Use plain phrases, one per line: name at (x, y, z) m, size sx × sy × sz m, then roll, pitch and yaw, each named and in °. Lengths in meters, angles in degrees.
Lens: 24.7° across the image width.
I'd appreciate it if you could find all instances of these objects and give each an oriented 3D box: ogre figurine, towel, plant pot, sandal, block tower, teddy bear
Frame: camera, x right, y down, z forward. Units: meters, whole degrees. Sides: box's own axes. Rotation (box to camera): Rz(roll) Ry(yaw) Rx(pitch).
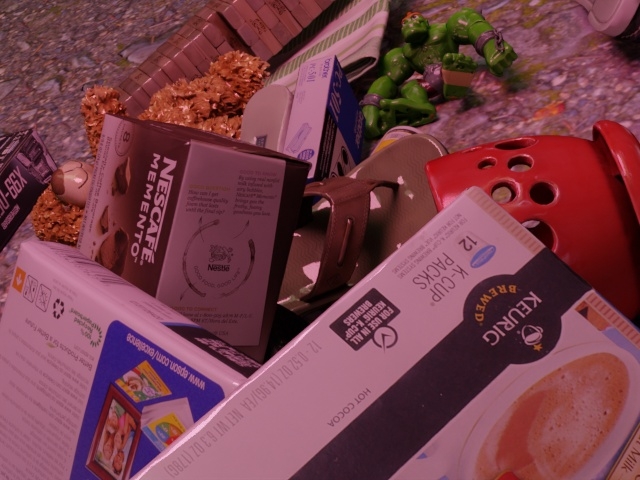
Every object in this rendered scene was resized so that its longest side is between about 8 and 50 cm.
ogre figurine at (0.125, -0.196, 1.657) m, size 0.197 × 0.097 × 0.118 m, roll -46°, pitch 29°, yaw 35°
towel at (-0.013, -0.248, 1.840) m, size 0.248 × 0.038 × 0.325 m, roll -30°, pitch 25°, yaw 26°
plant pot at (0.190, 0.000, 1.180) m, size 0.174 × 0.191 × 0.191 m, roll -19°, pitch 29°, yaw 6°
sandal at (0.000, 0.002, 1.390) m, size 0.303 × 0.086 × 0.120 m, roll -33°, pitch 64°, yaw -2°
block tower at (-0.122, -0.249, 1.854) m, size 0.335 × 0.091 × 0.097 m, roll -43°, pitch 23°, yaw -4°
teddy bear at (-0.180, -0.097, 1.659) m, size 0.338 × 0.113 × 0.245 m, roll -18°, pitch 66°, yaw -2°

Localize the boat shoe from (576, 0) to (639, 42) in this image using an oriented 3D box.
boat shoe at (0.348, -0.291, 1.641) m, size 0.302 × 0.091 × 0.114 m, roll -83°, pitch 18°, yaw -55°

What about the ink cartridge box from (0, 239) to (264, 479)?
ink cartridge box at (-0.171, 0.192, 1.104) m, size 0.072 × 0.307 × 0.304 m, roll 5°, pitch 15°, yaw -44°

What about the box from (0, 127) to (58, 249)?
box at (-0.507, -0.013, 1.863) m, size 0.242 × 0.076 × 0.307 m, roll -10°, pitch 32°, yaw 26°

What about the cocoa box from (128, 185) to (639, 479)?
cocoa box at (0.041, 0.189, 0.865) m, size 0.347 × 0.231 × 0.228 m, roll -39°, pitch 71°, yaw -23°

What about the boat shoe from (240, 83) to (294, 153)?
boat shoe at (-0.050, -0.055, 1.559) m, size 0.079 × 0.081 × 0.227 m, roll -6°, pitch 61°, yaw 33°

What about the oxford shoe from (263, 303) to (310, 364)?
oxford shoe at (-0.033, 0.132, 1.231) m, size 0.096 × 0.083 × 0.227 m, roll -50°, pitch 30°, yaw 20°

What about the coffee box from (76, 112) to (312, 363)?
coffee box at (-0.128, 0.054, 1.229) m, size 0.119 × 0.297 × 0.168 m, roll 10°, pitch 7°, yaw -34°

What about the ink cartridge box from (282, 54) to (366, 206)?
ink cartridge box at (0.004, -0.095, 1.544) m, size 0.046 × 0.097 × 0.207 m, roll -13°, pitch 40°, yaw 19°

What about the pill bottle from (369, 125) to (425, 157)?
pill bottle at (0.071, -0.061, 1.499) m, size 0.065 × 0.065 × 0.116 m, roll -3°, pitch 36°, yaw 35°
